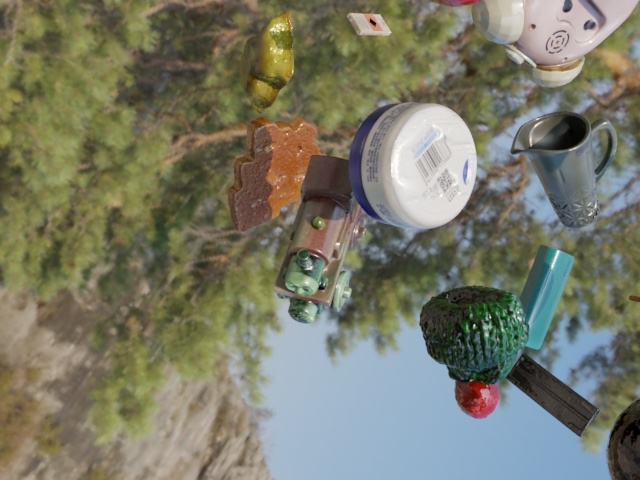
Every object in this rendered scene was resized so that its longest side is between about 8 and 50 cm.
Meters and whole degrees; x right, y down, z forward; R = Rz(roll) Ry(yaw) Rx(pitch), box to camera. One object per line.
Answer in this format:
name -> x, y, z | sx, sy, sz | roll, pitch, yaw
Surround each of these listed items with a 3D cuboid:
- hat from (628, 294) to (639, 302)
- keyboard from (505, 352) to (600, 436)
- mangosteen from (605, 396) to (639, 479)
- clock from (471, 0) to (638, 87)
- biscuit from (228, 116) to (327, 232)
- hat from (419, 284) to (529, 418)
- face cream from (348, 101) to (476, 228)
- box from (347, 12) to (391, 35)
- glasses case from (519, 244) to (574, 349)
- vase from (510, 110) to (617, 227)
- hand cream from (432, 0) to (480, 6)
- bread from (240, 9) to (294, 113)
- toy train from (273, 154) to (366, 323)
hat -> 0.849, 0.161, 2.068 | 0.233, 0.244, 0.233 | -38, -151, -20
keyboard -> 0.429, 0.284, 1.576 | 0.063, 0.010, 0.198 | -56, -139, 5
mangosteen -> 0.654, 0.400, 1.502 | 0.288, 0.288, 0.288 | -55, -173, 10
clock -> 0.520, -0.519, 1.837 | 0.326, 0.342, 0.184 | -45, -142, 18
biscuit -> -0.119, -0.153, 1.984 | 0.043, 0.284, 0.306 | 40, -83, 39
hat -> 0.402, 0.288, 2.137 | 0.242, 0.332, 0.274 | -19, -165, -23
face cream -> 0.156, -0.122, 1.379 | 0.111, 0.206, 0.206 | 10, -118, 51
box -> 0.090, -0.396, 1.550 | 0.083, 0.046, 0.012 | -12, 155, -44
glasses case -> 0.662, 0.173, 2.522 | 0.070, 0.117, 0.300 | 19, -90, 61
vase -> 0.605, -0.169, 2.038 | 0.251, 0.300, 0.156 | -28, -140, 3
hand cream -> 0.246, -0.554, 1.527 | 0.230, 0.230, 0.149 | -56, 145, -1
bread -> -0.121, -0.380, 1.833 | 0.233, 0.088, 0.160 | 135, -39, -65
toy train -> 0.000, 0.000, 1.627 | 0.221, 0.150, 0.304 | 82, 22, -63
